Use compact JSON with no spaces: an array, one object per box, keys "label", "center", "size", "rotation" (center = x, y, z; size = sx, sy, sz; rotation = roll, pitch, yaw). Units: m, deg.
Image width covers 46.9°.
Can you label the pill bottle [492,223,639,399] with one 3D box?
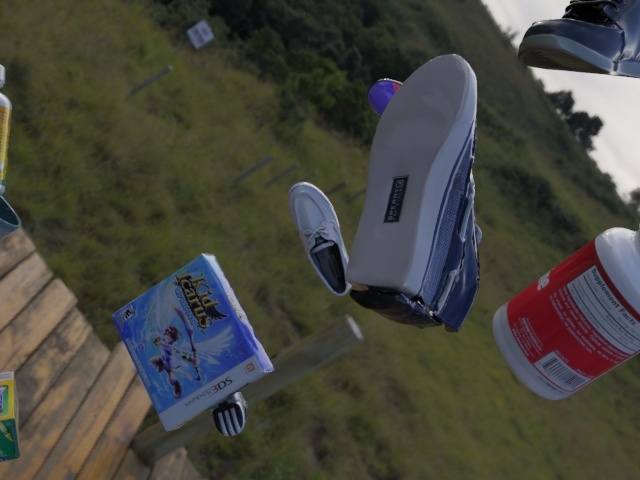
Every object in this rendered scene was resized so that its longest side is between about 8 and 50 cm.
[{"label":"pill bottle","center":[0.558,0.124,1.448],"size":[0.229,0.407,0.229],"rotation":[29,36,-24]}]

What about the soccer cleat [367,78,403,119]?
[{"label":"soccer cleat","center":[0.223,-0.237,1.705],"size":[0.318,0.108,0.116],"rotation":[46,32,-22]}]

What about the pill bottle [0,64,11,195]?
[{"label":"pill bottle","center":[-0.560,-0.180,1.180],"size":[0.117,0.117,0.208],"rotation":[12,81,-77]}]

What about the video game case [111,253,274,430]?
[{"label":"video game case","center":[-0.260,0.203,1.477],"size":[0.269,0.244,0.061],"rotation":[60,12,14]}]

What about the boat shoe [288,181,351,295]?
[{"label":"boat shoe","center":[0.000,0.000,1.631],"size":[0.088,0.096,0.268],"rotation":[-79,151,-77]}]

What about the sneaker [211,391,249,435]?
[{"label":"sneaker","center":[-0.211,0.322,1.631],"size":[0.132,0.086,0.229],"rotation":[70,7,-71]}]

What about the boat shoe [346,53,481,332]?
[{"label":"boat shoe","center":[0.141,-0.049,0.915],"size":[0.158,0.127,0.341],"rotation":[37,66,-44]}]

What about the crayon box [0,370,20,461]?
[{"label":"crayon box","center":[-0.667,0.341,1.406],"size":[0.278,0.165,0.081],"rotation":[-158,-117,-66]}]

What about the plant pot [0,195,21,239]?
[{"label":"plant pot","center":[-0.637,-0.057,1.113],"size":[0.293,0.196,0.293],"rotation":[44,-6,6]}]

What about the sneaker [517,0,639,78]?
[{"label":"sneaker","center":[0.257,-0.219,0.697],"size":[0.222,0.083,0.118],"rotation":[-11,111,-50]}]
